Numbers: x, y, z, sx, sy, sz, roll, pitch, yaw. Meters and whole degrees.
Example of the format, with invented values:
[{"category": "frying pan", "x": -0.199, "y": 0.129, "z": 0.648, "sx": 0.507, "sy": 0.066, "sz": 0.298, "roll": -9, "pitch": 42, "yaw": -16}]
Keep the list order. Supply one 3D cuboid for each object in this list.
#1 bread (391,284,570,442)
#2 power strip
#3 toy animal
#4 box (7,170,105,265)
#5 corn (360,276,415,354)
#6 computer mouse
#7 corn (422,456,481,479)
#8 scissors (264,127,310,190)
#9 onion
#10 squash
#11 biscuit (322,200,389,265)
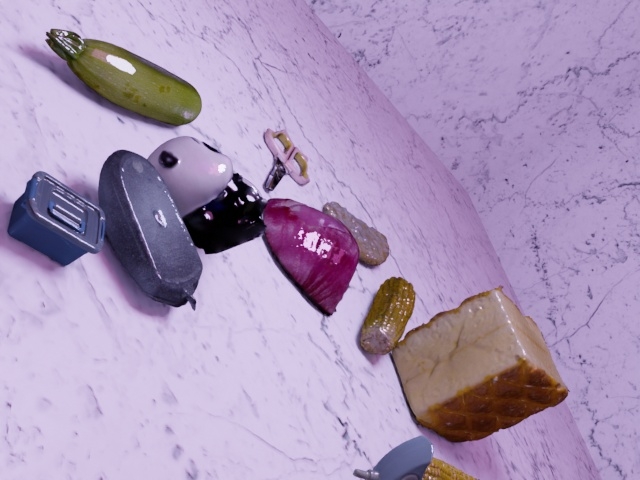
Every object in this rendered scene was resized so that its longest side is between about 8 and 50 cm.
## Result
[{"category": "bread", "x": 0.339, "y": 0.278, "z": 1.429, "sx": 0.279, "sy": 0.279, "sz": 0.207, "roll": 38, "pitch": 28, "yaw": -48}, {"category": "power strip", "x": 0.151, "y": 0.386, "z": 0.996, "sx": 0.253, "sy": 0.167, "sz": 0.054, "roll": 41, "pitch": 18, "yaw": -28}, {"category": "toy animal", "x": -0.169, "y": -0.071, "z": 0.970, "sx": 0.179, "sy": 0.166, "sz": 0.138, "roll": 51, "pitch": 57, "yaw": -16}, {"category": "box", "x": -0.297, "y": -0.020, "z": 0.748, "sx": 0.099, "sy": 0.054, "sz": 0.074, "roll": 39, "pitch": 25, "yaw": -39}, {"category": "corn", "x": 0.150, "y": 0.158, "z": 1.453, "sx": 0.097, "sy": 0.097, "sz": 0.320, "roll": 55, "pitch": 22, "yaw": -4}, {"category": "computer mouse", "x": -0.227, "y": -0.006, "z": 0.871, "sx": 0.113, "sy": 0.068, "sz": 0.229, "roll": -21, "pitch": 88, "yaw": -62}, {"category": "corn", "x": 0.215, "y": 0.435, "z": 1.166, "sx": 0.293, "sy": 0.106, "sz": 0.106, "roll": 41, "pitch": 25, "yaw": -38}, {"category": "scissors", "x": -0.083, "y": -0.170, "z": 1.501, "sx": 0.160, "sy": 0.024, "sz": 0.317, "roll": 51, "pitch": 21, "yaw": -15}, {"category": "onion", "x": 0.000, "y": 0.000, "z": 1.321, "sx": 0.247, "sy": 0.111, "sz": 0.250, "roll": 52, "pitch": 22, "yaw": -18}, {"category": "squash", "x": -0.293, "y": -0.247, "z": 1.054, "sx": 0.095, "sy": 0.094, "sz": 0.341, "roll": 64, "pitch": 19, "yaw": 18}, {"category": "biscuit", "x": 0.096, "y": -0.001, "z": 1.638, "sx": 0.289, "sy": 0.038, "sz": 0.141, "roll": 31, "pitch": 33, "yaw": -46}]
